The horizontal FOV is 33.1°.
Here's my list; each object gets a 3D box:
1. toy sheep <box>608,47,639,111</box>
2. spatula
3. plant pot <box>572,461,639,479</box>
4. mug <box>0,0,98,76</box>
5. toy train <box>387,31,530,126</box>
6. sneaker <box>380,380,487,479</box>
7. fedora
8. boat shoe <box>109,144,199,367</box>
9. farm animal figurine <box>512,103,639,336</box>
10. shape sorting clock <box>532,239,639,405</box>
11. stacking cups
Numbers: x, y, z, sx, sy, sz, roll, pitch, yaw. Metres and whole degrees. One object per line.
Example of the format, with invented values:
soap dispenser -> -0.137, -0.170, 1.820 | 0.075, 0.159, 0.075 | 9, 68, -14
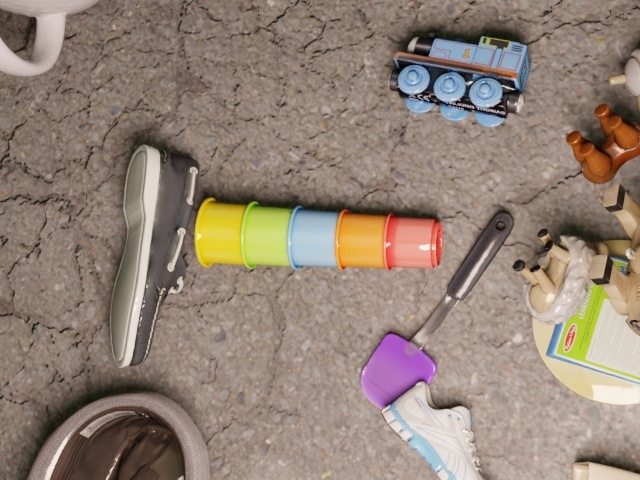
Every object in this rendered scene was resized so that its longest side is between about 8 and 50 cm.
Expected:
toy sheep -> 0.421, -0.205, 1.324 | 0.132, 0.091, 0.091 | -11, 74, -5
spatula -> 0.154, 0.088, 1.361 | 0.084, 0.030, 0.296 | 34, 88, 17
plant pot -> 0.342, 0.311, 1.220 | 0.096, 0.109, 0.109 | 4, 78, 5
mug -> -0.424, -0.412, 1.489 | 0.276, 0.328, 0.374 | -5, 77, 16
toy train -> 0.182, -0.215, 1.403 | 0.184, 0.080, 0.105 | 14, 73, 21
sneaker -> 0.163, 0.247, 1.298 | 0.083, 0.071, 0.190 | -46, 72, 2
fedora -> -0.246, 0.333, 1.371 | 0.243, 0.124, 0.276 | 8, 71, 16
boat shoe -> -0.219, 0.024, 1.449 | 0.114, 0.091, 0.303 | -2, 79, 61
farm animal figurine -> 0.420, -0.019, 1.198 | 0.330, 0.172, 0.327 | 10, 65, 52
shape sorting clock -> 0.359, 0.097, 1.293 | 0.206, 0.040, 0.206 | -3, 69, 9
stacking cups -> 0.000, 0.000, 1.407 | 0.316, 0.096, 0.096 | 4, 79, 12
